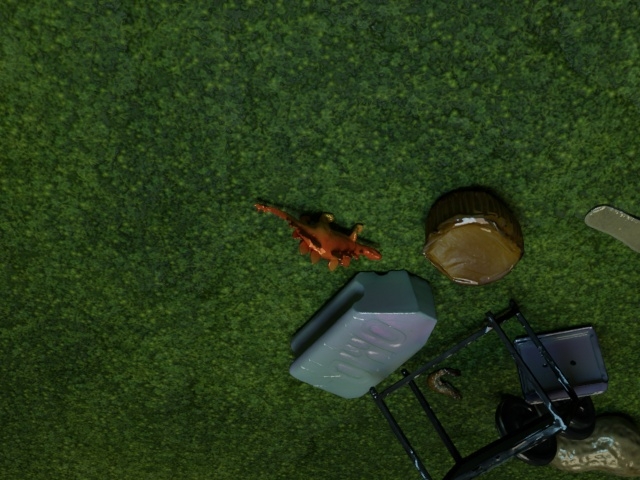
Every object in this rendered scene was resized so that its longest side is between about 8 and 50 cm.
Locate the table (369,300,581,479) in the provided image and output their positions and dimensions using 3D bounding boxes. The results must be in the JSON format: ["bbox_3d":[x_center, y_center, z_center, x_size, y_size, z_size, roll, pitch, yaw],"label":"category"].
[{"bbox_3d":[0.338,0.342,1.685,0.335,0.272,0.222,-37,166,23],"label":"table"}]

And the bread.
[{"bbox_3d":[0.304,-0.009,1.535,0.199,0.104,0.199,4,135,4],"label":"bread"}]

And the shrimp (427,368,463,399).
[{"bbox_3d":[0.331,0.365,1.949,0.091,0.025,0.127,-36,121,28],"label":"shrimp"}]

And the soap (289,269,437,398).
[{"bbox_3d":[0.103,0.210,1.740,0.208,0.115,0.347,26,129,-23],"label":"soap"}]

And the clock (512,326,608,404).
[{"bbox_3d":[0.556,0.290,1.789,0.193,0.145,0.073,-12,145,13],"label":"clock"}]

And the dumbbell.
[{"bbox_3d":[0.554,0.439,1.904,0.192,0.192,0.290,22,131,-19],"label":"dumbbell"}]

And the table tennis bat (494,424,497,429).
[{"bbox_3d":[0.548,0.530,2.113,0.156,0.013,0.087,20,132,-19],"label":"table tennis bat"}]

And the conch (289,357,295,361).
[{"bbox_3d":[0.006,0.323,1.878,0.180,0.065,0.088,23,168,-8],"label":"conch"}]

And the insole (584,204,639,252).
[{"bbox_3d":[0.651,-0.015,1.584,0.247,0.011,0.081,21,131,-18],"label":"insole"}]

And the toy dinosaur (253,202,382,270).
[{"bbox_3d":[0.000,0.000,1.536,0.288,0.117,0.070,20,132,-22],"label":"toy dinosaur"}]

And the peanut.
[{"bbox_3d":[0.735,0.537,2.036,0.291,0.143,0.159,3,100,5],"label":"peanut"}]
